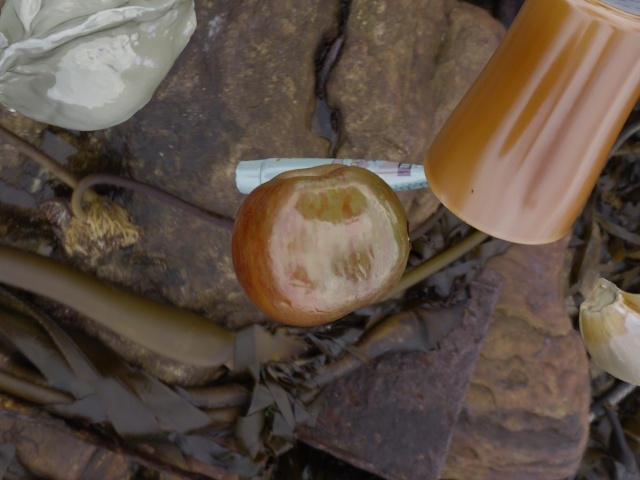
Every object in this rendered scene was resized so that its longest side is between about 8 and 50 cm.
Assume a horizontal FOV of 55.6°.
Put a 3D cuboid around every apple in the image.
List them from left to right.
[{"bbox_3d":[-0.003,0.000,0.422,0.126,0.126,0.102,-19,103,-16],"label":"apple"}]

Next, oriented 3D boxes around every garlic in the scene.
[{"bbox_3d":[0.494,0.130,0.888,0.244,0.145,0.164,-2,79,-26],"label":"garlic"}]

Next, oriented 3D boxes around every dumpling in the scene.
[{"bbox_3d":[-0.234,-0.176,0.567,0.258,0.193,0.147,-18,101,20],"label":"dumpling"}]

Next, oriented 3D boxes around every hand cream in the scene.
[{"bbox_3d":[0.039,-0.084,0.843,0.331,0.085,0.058,4,88,20],"label":"hand cream"}]

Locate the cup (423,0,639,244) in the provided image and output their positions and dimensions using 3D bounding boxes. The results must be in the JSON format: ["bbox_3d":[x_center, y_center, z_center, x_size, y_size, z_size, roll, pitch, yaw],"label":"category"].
[{"bbox_3d":[0.242,-0.143,0.640,0.226,0.182,0.264,-40,159,-42],"label":"cup"}]
